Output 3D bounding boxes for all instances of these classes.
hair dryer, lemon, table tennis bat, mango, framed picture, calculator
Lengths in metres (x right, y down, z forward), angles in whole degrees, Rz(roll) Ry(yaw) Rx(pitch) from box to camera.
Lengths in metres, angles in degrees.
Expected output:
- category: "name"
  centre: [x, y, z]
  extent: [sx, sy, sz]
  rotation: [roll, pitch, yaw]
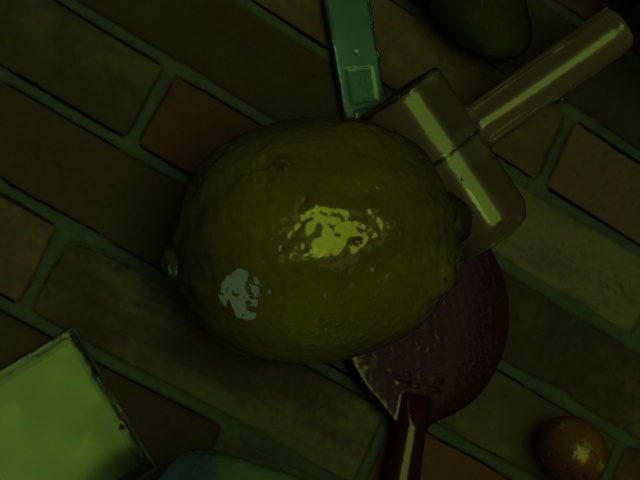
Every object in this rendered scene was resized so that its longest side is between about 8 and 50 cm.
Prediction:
- category: "hair dryer"
  centre: [0.228, -0.144, 1.617]
  extent: [0.344, 0.107, 0.189]
  rotation: [-35, 95, -7]
- category: "lemon"
  centre: [0.000, 0.000, 1.489]
  extent: [0.319, 0.245, 0.245]
  rotation: [-9, 88, -14]
- category: "table tennis bat"
  centre: [0.106, 0.119, 1.634]
  extent: [0.200, 0.038, 0.310]
  rotation: [13, 80, -20]
- category: "mango"
  centre: [0.158, -0.339, 1.648]
  extent: [0.146, 0.129, 0.289]
  rotation: [-6, 94, -42]
- category: "framed picture"
  centre: [-0.293, 0.214, 1.483]
  extent: [0.231, 0.010, 0.173]
  rotation: [-31, 96, -21]
- category: "calculator"
  centre: [0.038, -0.199, 1.648]
  extent: [0.057, 0.018, 0.172]
  rotation: [-10, 88, -23]

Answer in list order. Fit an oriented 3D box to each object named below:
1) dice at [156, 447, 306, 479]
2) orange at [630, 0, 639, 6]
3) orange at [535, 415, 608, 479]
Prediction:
- category: "dice"
  centre: [-0.052, 0.359, 1.428]
  extent: [0.268, 0.264, 0.263]
  rotation: [28, 75, -16]
- category: "orange"
  centre: [0.472, -0.311, 1.700]
  extent: [0.274, 0.274, 0.274]
  rotation: [2, 84, -21]
- category: "orange"
  centre: [0.275, 0.230, 1.666]
  extent: [0.070, 0.083, 0.083]
  rotation: [-32, 97, -9]
